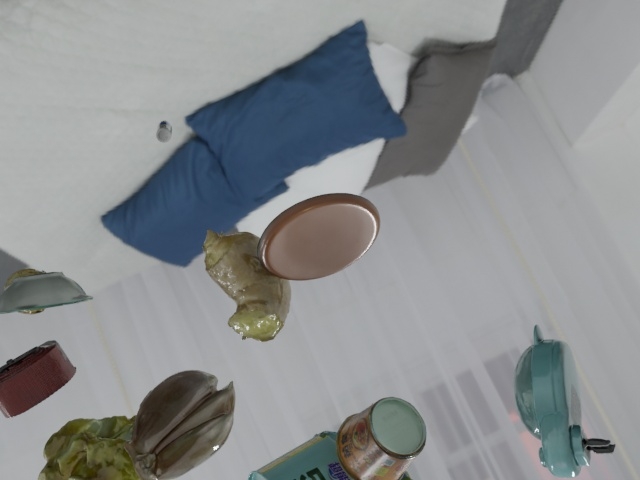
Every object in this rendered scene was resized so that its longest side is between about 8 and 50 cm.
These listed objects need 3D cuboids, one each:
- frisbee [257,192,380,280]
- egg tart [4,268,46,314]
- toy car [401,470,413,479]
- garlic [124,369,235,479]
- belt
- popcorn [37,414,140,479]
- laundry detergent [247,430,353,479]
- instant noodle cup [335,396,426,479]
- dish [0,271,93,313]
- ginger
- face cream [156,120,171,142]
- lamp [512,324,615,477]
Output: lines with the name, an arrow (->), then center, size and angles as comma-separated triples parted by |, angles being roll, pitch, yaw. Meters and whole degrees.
frisbee -> 0.000, 0.000, 1.345 | 0.250, 0.021, 0.251 | -15, 143, -11
egg tart -> -0.745, 0.136, 1.788 | 0.128, 0.129, 0.049 | -17, -157, -24
toy car -> 0.247, 0.816, 2.049 | 0.142, 0.248, 0.200 | -21, 179, -2
garlic -> -0.343, 0.456, 1.732 | 0.325, 0.279, 0.132 | -41, 138, -10
belt -> -0.729, 0.338, 1.745 | 0.201, 0.124, 0.128 | -34, -161, -24
popcorn -> -0.586, 0.634, 1.894 | 0.334, 0.292, 0.293 | 16, -157, 39
laundry detergent -> -0.009, 0.723, 2.005 | 0.305, 0.287, 0.287 | -22, 165, -30
instant noodle cup -> 0.168, 0.520, 1.823 | 0.215, 0.216, 0.172 | -13, 151, -35
dish -> -0.621, 0.114, 1.556 | 0.224, 0.078, 0.246 | -9, 177, -3
ginger -> -0.147, 0.084, 1.459 | 0.138, 0.267, 0.152 | -28, 179, 41
face cream -> -0.352, -0.249, 1.570 | 0.034, 0.034, 0.130 | -24, -158, -1
lamp -> 0.463, 0.324, 1.377 | 0.147, 0.284, 0.209 | -26, 135, 15
